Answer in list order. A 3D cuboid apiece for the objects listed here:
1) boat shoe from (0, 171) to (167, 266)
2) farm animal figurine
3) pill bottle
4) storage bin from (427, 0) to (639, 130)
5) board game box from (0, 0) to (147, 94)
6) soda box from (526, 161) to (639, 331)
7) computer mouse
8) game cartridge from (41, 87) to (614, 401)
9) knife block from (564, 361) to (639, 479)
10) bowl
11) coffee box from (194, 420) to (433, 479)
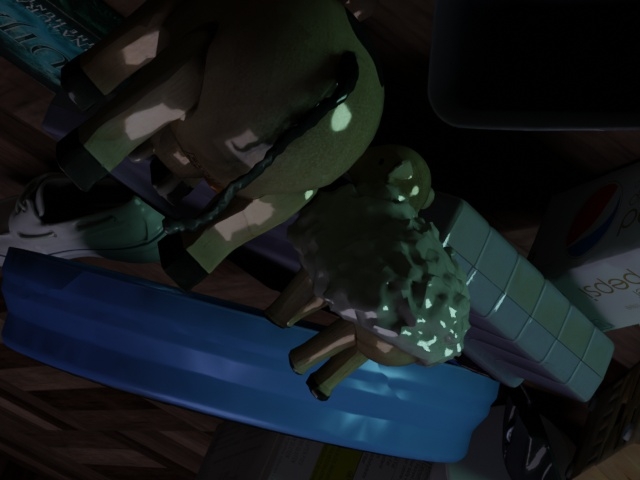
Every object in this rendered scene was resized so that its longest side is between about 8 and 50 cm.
[{"bbox_3d":[-0.224,-0.028,1.350,0.226,0.083,0.076,-3,139,28],"label":"boat shoe"},{"bbox_3d":[-0.053,-0.123,0.749,0.330,0.172,0.326,42,-166,-41],"label":"farm animal figurine"},{"bbox_3d":[0.181,0.252,1.489,0.152,0.152,0.272,17,160,16],"label":"pill bottle"},{"bbox_3d":[0.134,-0.096,0.760,0.135,0.098,0.091,3,177,31],"label":"storage bin"},{"bbox_3d":[-0.185,-0.143,1.068,0.186,0.026,0.126,36,156,-31],"label":"board game box"},{"bbox_3d":[0.208,-0.004,0.923,0.069,0.074,0.216,31,158,-16],"label":"soda box"},{"bbox_3d":[0.156,0.134,1.271,0.041,0.071,0.242,-18,127,4],"label":"computer mouse"},{"bbox_3d":[0.000,0.000,1.026,0.355,0.068,0.230,20,164,41],"label":"game cartridge"},{"bbox_3d":[0.337,0.197,1.273,0.242,0.088,0.275,22,160,0],"label":"knife block"},{"bbox_3d":[-0.060,0.089,1.200,0.391,0.077,0.391,15,177,1],"label":"bowl"},{"bbox_3d":[0.007,0.414,1.817,0.334,0.338,0.337,27,160,-13],"label":"coffee box"}]
